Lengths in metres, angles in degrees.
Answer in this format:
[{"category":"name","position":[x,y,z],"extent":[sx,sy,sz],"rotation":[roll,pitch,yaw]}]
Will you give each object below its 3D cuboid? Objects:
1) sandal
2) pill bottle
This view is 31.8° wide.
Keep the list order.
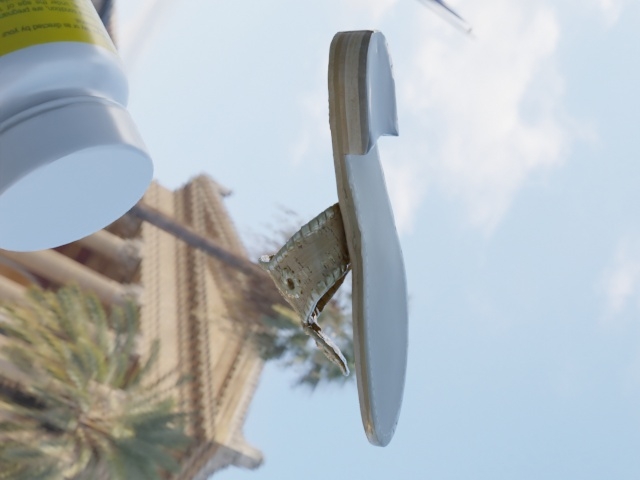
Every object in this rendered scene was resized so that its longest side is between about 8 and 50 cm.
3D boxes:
[{"category":"sandal","position":[0.002,-0.001,0.661],"extent":[0.088,0.079,0.240],"rotation":[-26,115,-68]},{"category":"pill bottle","position":[-0.181,-0.106,0.641],"extent":[0.119,0.119,0.208],"rotation":[-43,-114,33]}]
